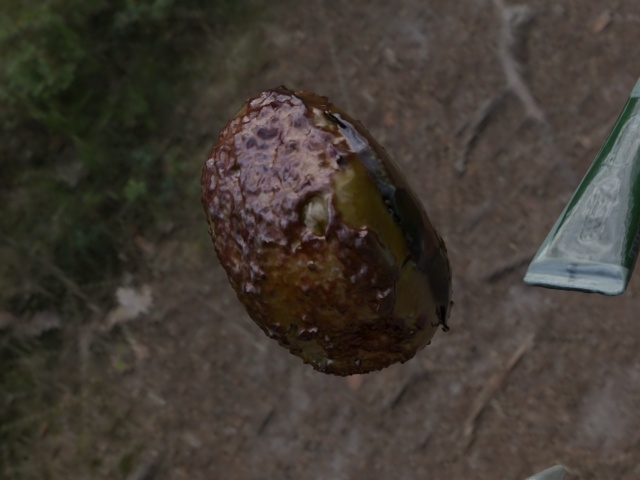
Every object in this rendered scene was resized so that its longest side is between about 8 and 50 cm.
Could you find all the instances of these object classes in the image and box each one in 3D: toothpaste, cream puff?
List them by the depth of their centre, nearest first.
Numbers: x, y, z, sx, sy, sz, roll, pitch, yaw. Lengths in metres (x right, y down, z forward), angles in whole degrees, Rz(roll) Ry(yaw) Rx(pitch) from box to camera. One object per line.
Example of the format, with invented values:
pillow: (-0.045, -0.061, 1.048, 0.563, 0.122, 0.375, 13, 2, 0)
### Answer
cream puff: (0.000, 0.001, 1.181, 0.164, 0.240, 0.240, -32, 31, -16)
toothpaste: (0.307, -0.092, 1.442, 0.098, 0.061, 0.392, 5, 48, 35)

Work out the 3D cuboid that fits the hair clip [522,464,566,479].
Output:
hair clip: (0.071, 0.266, 1.268, 0.172, 0.282, 0.113, -20, 76, 41)
